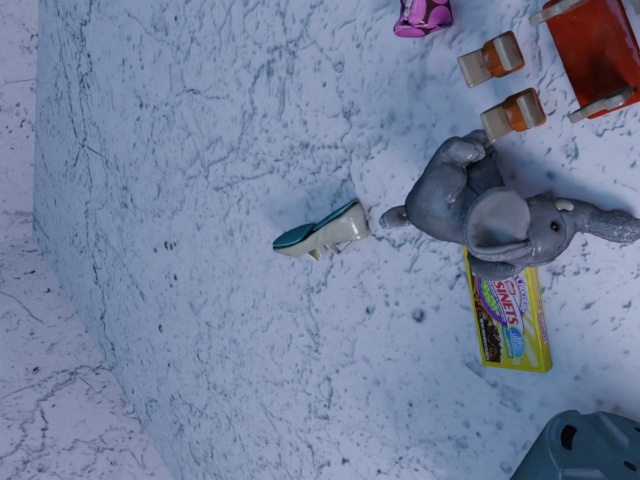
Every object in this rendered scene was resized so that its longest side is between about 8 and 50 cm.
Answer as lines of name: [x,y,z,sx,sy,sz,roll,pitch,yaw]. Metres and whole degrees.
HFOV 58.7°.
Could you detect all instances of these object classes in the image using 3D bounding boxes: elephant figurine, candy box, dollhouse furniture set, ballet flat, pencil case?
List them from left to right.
ballet flat: [0.000,0.000,1.088,0.248,0.086,0.086,-23,85,48]
pencil case: [0.137,-0.393,0.785,0.095,0.098,0.209,6,106,47]
elephant figurine: [0.239,-0.022,0.739,0.239,0.169,0.186,51,131,27]
candy box: [0.275,0.092,0.846,0.105,0.027,0.205,-5,99,45]
dollhouse furniture set: [0.298,-0.270,0.655,0.262,0.135,0.259,-16,102,49]

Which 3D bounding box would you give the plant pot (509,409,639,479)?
plant pot: [0.332,0.414,0.689,0.341,0.341,0.334,32,116,37]
